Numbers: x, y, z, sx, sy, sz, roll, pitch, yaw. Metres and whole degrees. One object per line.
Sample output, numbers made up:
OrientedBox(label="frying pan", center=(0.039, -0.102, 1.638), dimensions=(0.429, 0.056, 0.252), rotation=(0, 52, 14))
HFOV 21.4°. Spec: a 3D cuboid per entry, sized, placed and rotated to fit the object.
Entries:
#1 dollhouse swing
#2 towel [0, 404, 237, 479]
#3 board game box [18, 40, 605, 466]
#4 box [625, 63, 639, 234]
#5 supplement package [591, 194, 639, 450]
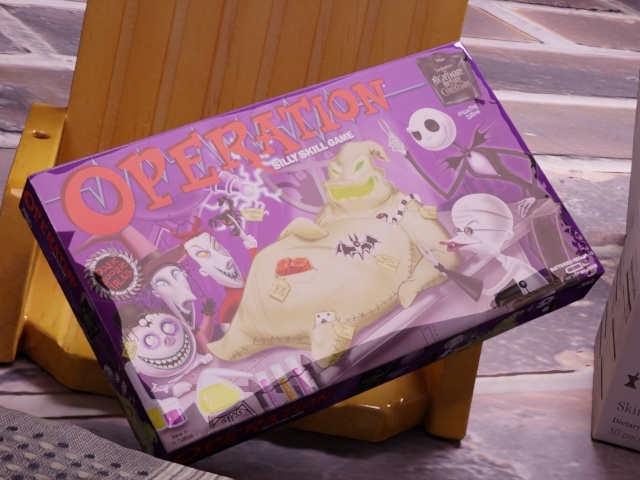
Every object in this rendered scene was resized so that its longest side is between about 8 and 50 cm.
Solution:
OrientedBox(label="dollhouse swing", center=(-0.040, -0.074, 1.235), dimensions=(0.346, 0.305, 0.315), rotation=(12, 19, -8))
OrientedBox(label="towel", center=(-0.196, 0.171, 0.859), dimensions=(0.312, 0.056, 0.324), rotation=(17, 22, 17))
OrientedBox(label="board game box", center=(0.000, 0.000, 1.134), dimensions=(0.346, 0.056, 0.208), rotation=(-21, 66, -27))
OrientedBox(label="box", center=(0.430, -0.141, 1.612), dimensions=(0.215, 0.345, 0.168), rotation=(-2, 21, -10))
OrientedBox(label="supplement package", center=(0.353, 0.084, 1.295), dimensions=(0.261, 0.145, 0.204), rotation=(15, 19, 5))
